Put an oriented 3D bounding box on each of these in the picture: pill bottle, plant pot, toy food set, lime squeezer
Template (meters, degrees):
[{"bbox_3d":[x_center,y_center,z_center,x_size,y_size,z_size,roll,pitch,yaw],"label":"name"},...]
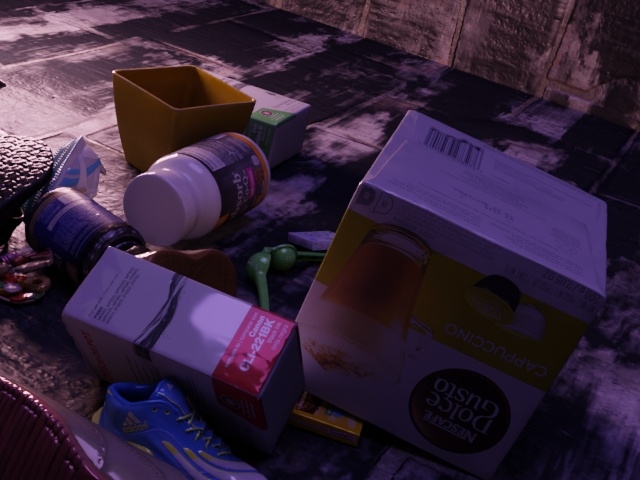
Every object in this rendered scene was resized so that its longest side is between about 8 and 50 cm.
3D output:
[{"bbox_3d":[-0.353,0.012,1.506,0.219,0.122,0.123,31,30,32],"label":"pill bottle"},{"bbox_3d":[-0.288,-0.228,1.950,0.212,0.187,0.212,33,32,34],"label":"plant pot"},{"bbox_3d":[-0.461,0.032,1.462,0.122,0.019,0.078,-13,17,5],"label":"toy food set"},{"bbox_3d":[-0.060,0.047,1.659,0.110,0.058,0.310,23,26,18],"label":"lime squeezer"},{"bbox_3d":[-0.221,-0.093,1.742,0.162,0.162,0.278,23,28,18],"label":"pill bottle"},{"bbox_3d":[-0.457,0.071,1.453,0.083,0.020,0.082,16,26,3],"label":"toy food set"}]

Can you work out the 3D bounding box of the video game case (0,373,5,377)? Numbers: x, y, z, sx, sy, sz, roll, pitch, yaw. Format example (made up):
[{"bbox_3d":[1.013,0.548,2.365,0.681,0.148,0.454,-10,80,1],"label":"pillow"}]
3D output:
[{"bbox_3d":[-0.538,0.202,1.129,0.300,0.036,0.329,31,30,31],"label":"video game case"}]

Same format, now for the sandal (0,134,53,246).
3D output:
[{"bbox_3d":[-0.569,-0.030,1.535,0.168,0.107,0.445,16,38,2],"label":"sandal"}]

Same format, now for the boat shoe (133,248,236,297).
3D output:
[{"bbox_3d":[-0.215,0.058,1.441,0.089,0.104,0.285,1,-10,23],"label":"boat shoe"}]

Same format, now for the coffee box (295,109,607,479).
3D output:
[{"bbox_3d":[0.180,0.066,1.379,0.338,0.334,0.338,26,27,3],"label":"coffee box"}]

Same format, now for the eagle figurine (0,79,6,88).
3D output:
[{"bbox_3d":[-0.682,-0.208,1.607,0.225,0.226,0.298,48,59,-4],"label":"eagle figurine"}]

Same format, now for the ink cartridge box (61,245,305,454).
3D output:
[{"bbox_3d":[-0.168,0.142,1.225,0.273,0.197,0.114,20,61,14],"label":"ink cartridge box"}]

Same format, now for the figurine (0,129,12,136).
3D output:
[{"bbox_3d":[-0.700,-0.208,1.831,0.209,0.092,0.215,-8,34,-45],"label":"figurine"}]

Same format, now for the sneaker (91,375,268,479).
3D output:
[{"bbox_3d":[-0.164,0.239,1.135,0.240,0.126,0.091,17,26,7],"label":"sneaker"}]

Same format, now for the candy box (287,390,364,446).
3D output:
[{"bbox_3d":[0.023,0.216,1.391,0.105,0.027,0.206,20,26,4],"label":"candy box"}]

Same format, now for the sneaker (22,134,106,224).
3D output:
[{"bbox_3d":[-0.449,-0.091,1.703,0.087,0.092,0.228,-21,31,31],"label":"sneaker"}]

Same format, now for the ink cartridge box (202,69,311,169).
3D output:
[{"bbox_3d":[-0.198,-0.273,2.161,0.289,0.121,0.211,20,26,14],"label":"ink cartridge box"}]

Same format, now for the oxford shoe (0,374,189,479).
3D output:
[{"bbox_3d":[-0.246,0.275,1.049,0.397,0.140,0.146,34,11,23],"label":"oxford shoe"}]

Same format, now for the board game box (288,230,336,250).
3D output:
[{"bbox_3d":[0.000,0.000,1.796,0.090,0.020,0.090,-2,12,-32],"label":"board game box"}]
